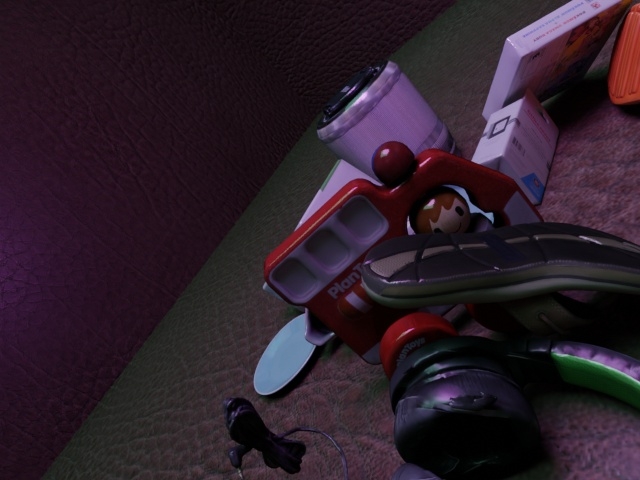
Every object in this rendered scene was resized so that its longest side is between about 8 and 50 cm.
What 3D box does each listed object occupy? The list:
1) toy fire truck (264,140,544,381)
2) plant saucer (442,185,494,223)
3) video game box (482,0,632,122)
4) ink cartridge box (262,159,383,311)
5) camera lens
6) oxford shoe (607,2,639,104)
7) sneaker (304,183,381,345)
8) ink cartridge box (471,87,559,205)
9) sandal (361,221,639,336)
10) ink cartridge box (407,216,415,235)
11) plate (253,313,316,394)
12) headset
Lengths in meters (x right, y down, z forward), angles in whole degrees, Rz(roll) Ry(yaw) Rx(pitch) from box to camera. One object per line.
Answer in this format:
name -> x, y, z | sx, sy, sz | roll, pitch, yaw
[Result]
toy fire truck -> 0.112, 0.019, 0.530 | 0.302, 0.254, 0.169 | -42, 19, 12
plant saucer -> 0.234, -0.051, 0.697 | 0.119, 0.021, 0.120 | -9, 60, 16
video game box -> 0.373, -0.292, 0.690 | 0.187, 0.048, 0.205 | -27, -19, 2
ink cartridge box -> 0.000, 0.000, 0.900 | 0.201, 0.117, 0.278 | -61, 4, -38
camera lens -> 0.146, -0.228, 0.928 | 0.219, 0.274, 0.219 | -41, 19, 18
oxford shoe -> 0.474, -0.233, 0.535 | 0.132, 0.130, 0.364 | 4, 28, 15
sneaker -> 0.043, 0.059, 0.669 | 0.131, 0.112, 0.319 | -56, -15, -41
ink cartridge box -> 0.311, -0.145, 0.671 | 0.060, 0.104, 0.180 | -22, 30, 53
sandal -> 0.191, 0.042, 0.404 | 0.302, 0.086, 0.120 | -2, 22, 5
ink cartridge box -> 0.169, -0.027, 0.790 | 0.115, 0.067, 0.198 | -50, 19, -10
plate -> -0.060, 0.225, 0.839 | 0.188, 0.024, 0.188 | -41, 19, 17
headset -> 0.094, 0.182, 0.346 | 0.394, 0.185, 0.243 | -16, 33, 37
